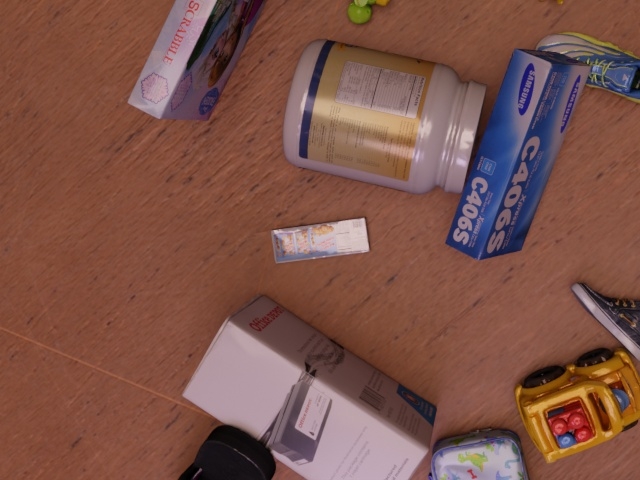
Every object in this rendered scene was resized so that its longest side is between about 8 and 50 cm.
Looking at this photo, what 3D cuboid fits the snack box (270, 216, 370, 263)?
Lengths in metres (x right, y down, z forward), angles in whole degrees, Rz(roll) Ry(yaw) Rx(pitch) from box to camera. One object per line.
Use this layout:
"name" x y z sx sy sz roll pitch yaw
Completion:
"snack box" 0.000 0.000 1.991 0.178 0.022 0.064 -7 95 9

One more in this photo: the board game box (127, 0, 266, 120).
"board game box" -0.187 -0.358 1.838 0.066 0.318 0.318 28 100 5

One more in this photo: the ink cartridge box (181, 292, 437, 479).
"ink cartridge box" -0.009 0.281 1.886 0.395 0.285 0.166 33 99 5

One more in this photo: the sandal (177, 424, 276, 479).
"sandal" -0.194 0.465 1.895 0.167 0.107 0.446 30 143 9

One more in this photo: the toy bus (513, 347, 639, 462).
"toy bus" 0.455 0.290 1.856 0.220 0.211 0.149 -23 90 9

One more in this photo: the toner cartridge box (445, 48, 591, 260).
"toner cartridge box" 0.332 -0.143 1.818 0.075 0.165 0.348 29 112 29

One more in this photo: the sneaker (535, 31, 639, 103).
"sneaker" 0.485 -0.299 1.837 0.240 0.126 0.091 17 97 6

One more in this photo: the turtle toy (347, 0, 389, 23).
"turtle toy" 0.084 -0.448 1.914 0.095 0.066 0.130 23 99 6

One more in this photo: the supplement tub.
"supplement tub" 0.111 -0.206 1.851 0.316 0.228 0.228 13 97 7

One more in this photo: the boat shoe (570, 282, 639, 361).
"boat shoe" 0.529 0.122 1.906 0.183 0.065 0.083 44 94 -3

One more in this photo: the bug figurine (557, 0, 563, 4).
"bug figurine" 0.468 -0.536 1.845 0.279 0.072 0.216 -18 86 14

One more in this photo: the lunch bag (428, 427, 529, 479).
"lunch bag" 0.294 0.456 1.955 0.176 0.090 0.219 -14 93 9
